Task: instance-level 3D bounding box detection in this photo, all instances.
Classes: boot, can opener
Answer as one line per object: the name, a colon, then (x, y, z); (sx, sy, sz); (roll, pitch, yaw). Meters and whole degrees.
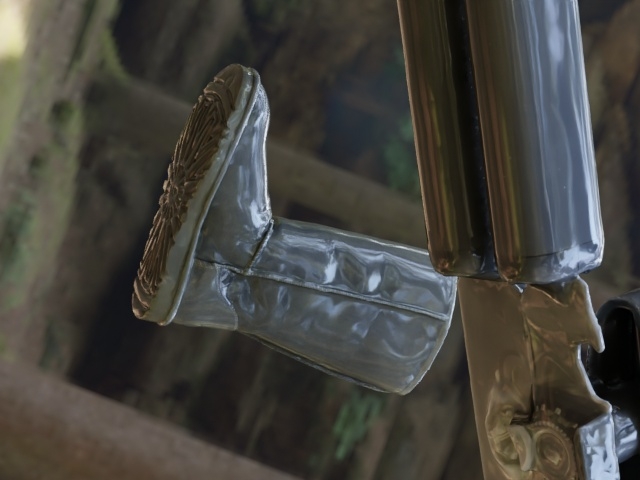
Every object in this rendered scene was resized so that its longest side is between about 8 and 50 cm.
boot: (0.000, -0.002, 1.200); (0.076, 0.208, 0.189); (-121, -130, -62)
can opener: (0.091, -0.015, 0.725); (0.076, 0.095, 0.283); (7, -72, 52)
